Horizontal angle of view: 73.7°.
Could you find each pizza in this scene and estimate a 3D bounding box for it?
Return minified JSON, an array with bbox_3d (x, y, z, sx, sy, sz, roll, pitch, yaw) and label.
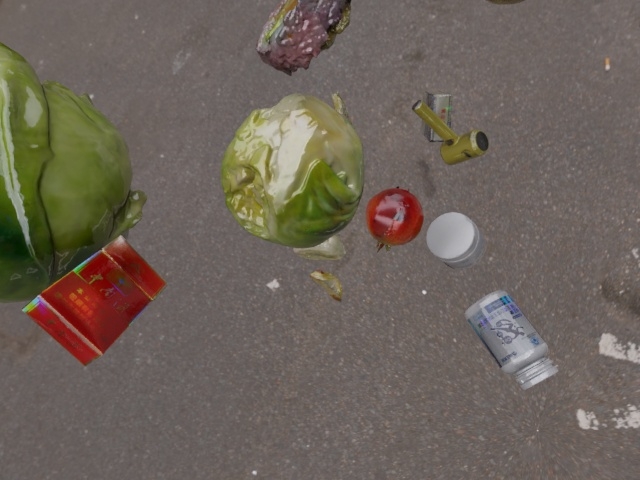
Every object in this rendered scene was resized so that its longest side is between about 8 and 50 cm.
[{"bbox_3d":[0.078,-0.377,1.335,0.034,0.181,0.262,-21,15,12],"label":"pizza"}]

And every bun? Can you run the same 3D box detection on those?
[{"bbox_3d":[0.000,0.000,1.529,0.193,0.178,0.127,6,74,0],"label":"bun"}]

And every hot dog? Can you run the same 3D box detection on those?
[{"bbox_3d":[0.034,0.151,1.522,0.078,0.169,0.061,-4,48,50],"label":"hot dog"}]

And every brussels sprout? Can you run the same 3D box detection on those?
[{"bbox_3d":[-0.048,-0.132,0.933,0.344,0.344,0.268,-33,54,11],"label":"brussels sprout"},{"bbox_3d":[-0.506,-0.081,0.694,0.342,0.425,0.361,-40,48,16],"label":"brussels sprout"}]

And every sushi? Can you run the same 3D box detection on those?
[{"bbox_3d":[-0.019,-0.407,0.763,0.161,0.108,0.241,21,83,57],"label":"sushi"}]

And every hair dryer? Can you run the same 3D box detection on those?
[{"bbox_3d":[0.406,-0.354,1.369,0.135,0.279,0.090,-10,52,56],"label":"hair dryer"}]

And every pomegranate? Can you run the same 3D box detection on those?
[{"bbox_3d":[0.254,-0.072,1.508,0.210,0.210,0.235,49,132,34],"label":"pomegranate"}]

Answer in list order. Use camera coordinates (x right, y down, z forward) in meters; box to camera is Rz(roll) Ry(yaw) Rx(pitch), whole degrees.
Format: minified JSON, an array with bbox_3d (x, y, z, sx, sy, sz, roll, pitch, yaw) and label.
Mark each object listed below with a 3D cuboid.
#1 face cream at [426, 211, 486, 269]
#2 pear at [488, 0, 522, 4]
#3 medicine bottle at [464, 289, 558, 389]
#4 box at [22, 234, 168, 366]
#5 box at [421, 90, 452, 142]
[{"bbox_3d":[0.495,0.004,1.551,0.177,0.153,0.177,-15,62,31],"label":"face cream"},{"bbox_3d":[0.430,-0.623,0.900,0.228,0.189,0.211,-63,26,21],"label":"pear"},{"bbox_3d":[0.402,0.208,0.902,0.107,0.107,0.191,-34,62,9],"label":"medicine bottle"},{"bbox_3d":[-0.311,0.079,0.618,0.048,0.112,0.175,-33,17,24],"label":"box"},{"bbox_3d":[0.521,-0.566,1.932,0.084,0.310,0.198,1,112,5],"label":"box"}]
